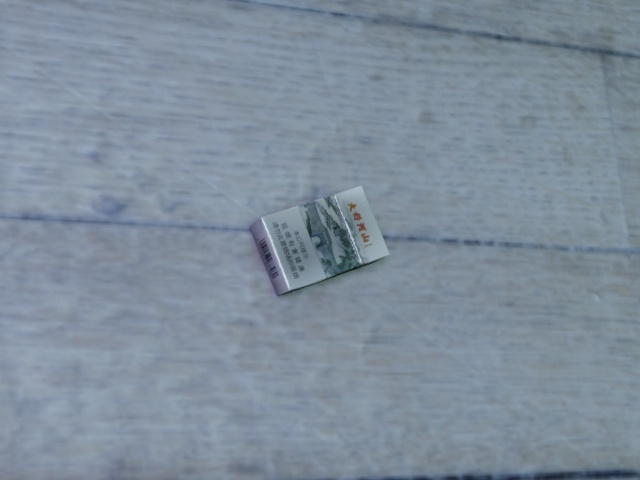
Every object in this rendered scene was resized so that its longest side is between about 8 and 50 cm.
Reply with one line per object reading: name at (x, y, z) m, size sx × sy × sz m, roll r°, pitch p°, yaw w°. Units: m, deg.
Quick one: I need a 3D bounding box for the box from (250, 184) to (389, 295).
box at (0.000, 0.000, 0.821) m, size 0.083 × 0.024 × 0.054 m, roll -19°, pitch 82°, yaw -28°
